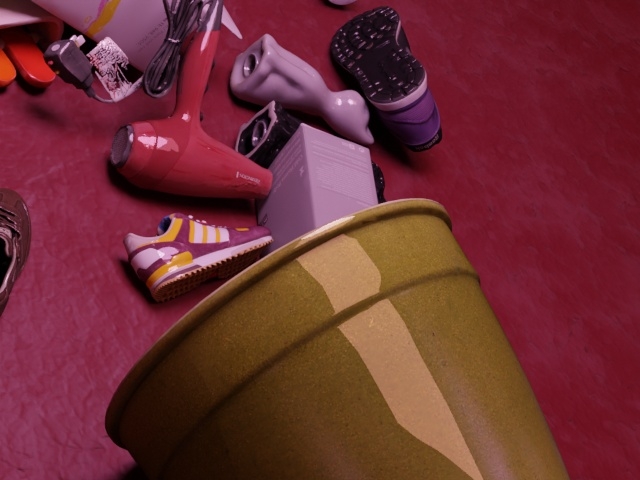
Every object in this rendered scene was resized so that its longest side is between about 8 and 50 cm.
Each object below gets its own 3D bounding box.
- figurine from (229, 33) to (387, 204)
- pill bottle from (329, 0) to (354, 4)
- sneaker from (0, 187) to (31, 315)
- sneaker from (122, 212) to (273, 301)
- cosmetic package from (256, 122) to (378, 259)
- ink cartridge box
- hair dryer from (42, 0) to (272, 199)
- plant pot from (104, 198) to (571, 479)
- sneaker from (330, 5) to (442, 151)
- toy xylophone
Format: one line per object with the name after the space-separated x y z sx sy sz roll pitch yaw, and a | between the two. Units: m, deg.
-0.006 -0.142 1.744 0.209 0.092 0.215 25 38 -30 | figurine
0.017 -0.427 2.036 0.087 0.087 0.160 8 48 -34 | pill bottle
-0.311 0.006 1.345 0.066 0.071 0.188 22 41 -20 | sneaker
-0.130 0.000 1.501 0.185 0.069 0.084 -21 72 -49 | sneaker
0.000 0.000 1.562 0.107 0.127 0.238 20 40 -23 | cosmetic package
-0.264 -0.333 1.617 0.353 0.119 0.207 30 24 -52 | ink cartridge box
-0.147 -0.155 1.548 0.224 0.080 0.293 -37 115 -13 | hair dryer
0.059 0.214 1.194 0.366 0.366 0.353 -13 61 -46 | plant pot
0.094 -0.216 1.903 0.124 0.107 0.283 60 8 -35 | sneaker
-0.434 -0.268 1.512 0.323 0.081 0.236 -11 60 -45 | toy xylophone
